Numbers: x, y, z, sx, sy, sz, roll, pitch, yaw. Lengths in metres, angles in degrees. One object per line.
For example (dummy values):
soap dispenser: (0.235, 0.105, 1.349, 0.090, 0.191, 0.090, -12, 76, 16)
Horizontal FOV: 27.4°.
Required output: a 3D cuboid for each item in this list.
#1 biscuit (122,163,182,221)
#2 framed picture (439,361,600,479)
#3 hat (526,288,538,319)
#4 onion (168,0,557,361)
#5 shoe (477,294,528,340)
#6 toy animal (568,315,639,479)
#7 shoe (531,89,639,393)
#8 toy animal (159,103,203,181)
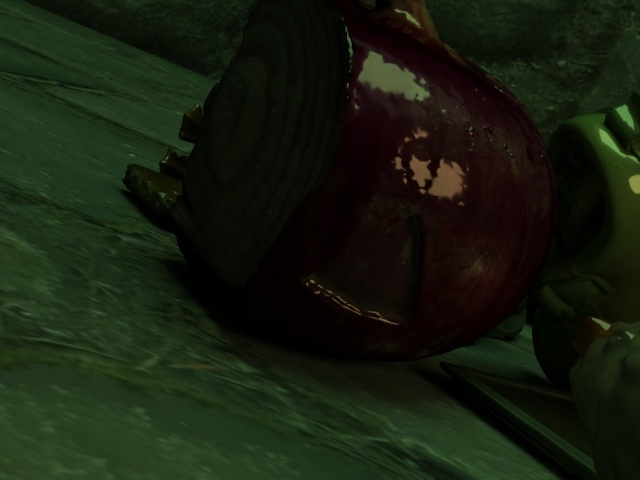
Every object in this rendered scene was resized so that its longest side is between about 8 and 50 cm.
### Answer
biscuit: (-0.048, -0.008, 1.112, 0.236, 0.026, 0.131, 19, 10, -28)
framed picture: (0.245, 0.155, 0.844, 0.296, 0.019, 0.232, 17, 9, -30)
hat: (0.215, 0.052, 1.330, 0.121, 0.050, 0.121, 28, 10, -5)
onion: (0.043, -0.037, 0.845, 0.230, 0.272, 0.256, 21, 43, -31)
shoe: (0.132, 0.012, 1.113, 0.099, 0.126, 0.227, 22, 9, 19)
toy animal: (0.252, 0.120, 0.486, 0.358, 0.188, 0.226, 24, 3, 20)
shoe: (0.199, -0.002, 0.934, 0.128, 0.262, 0.140, 12, 43, -11)
toy animal: (-0.046, -0.061, 1.199, 0.179, 0.089, 0.188, 12, -17, 27)
